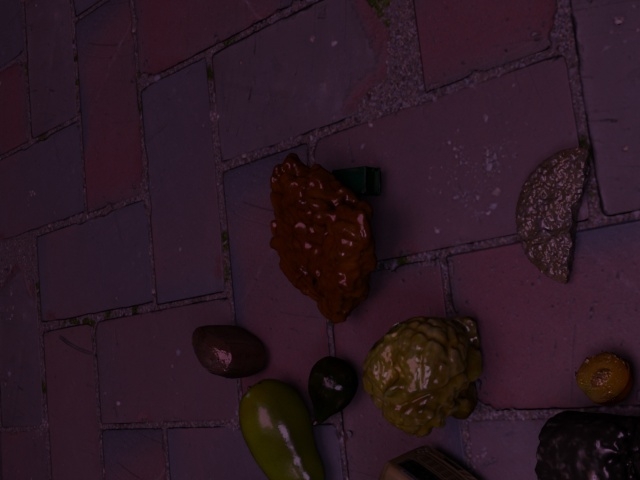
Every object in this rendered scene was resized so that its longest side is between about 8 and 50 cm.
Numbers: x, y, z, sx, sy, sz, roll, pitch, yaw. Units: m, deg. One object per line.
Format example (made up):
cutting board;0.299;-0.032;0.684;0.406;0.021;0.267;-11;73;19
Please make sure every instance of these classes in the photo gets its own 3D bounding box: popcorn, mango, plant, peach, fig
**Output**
popcorn;0.215;0.252;1.566;0.206;0.251;0.237;29;145;63
mango;-0.087;0.462;1.863;0.175;0.143;0.293;-35;76;30
plant;0.519;0.379;1.284;0.320;0.181;0.194;0;88;47
peach;0.498;0.241;1.385;0.098;0.061;0.098;-26;49;33
fig;0.021;0.344;1.796;0.117;0.117;0.178;41;131;36

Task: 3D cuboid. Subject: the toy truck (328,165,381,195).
toy truck;0.069;-0.126;1.781;0.147;0.079;0.065;-2;87;44

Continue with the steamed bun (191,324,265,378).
steamed bun;-0.236;0.278;1.998;0.175;0.144;0.106;33;111;43

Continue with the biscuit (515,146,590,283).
biscuit;0.422;-0.053;1.485;0.133;0.032;0.250;14;98;43

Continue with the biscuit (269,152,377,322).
biscuit;0.000;0.000;1.768;0.312;0.110;0.318;43;142;36

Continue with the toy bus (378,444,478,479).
toy bus;0.167;0.605;1.577;0.177;0.201;0.366;28;107;38
